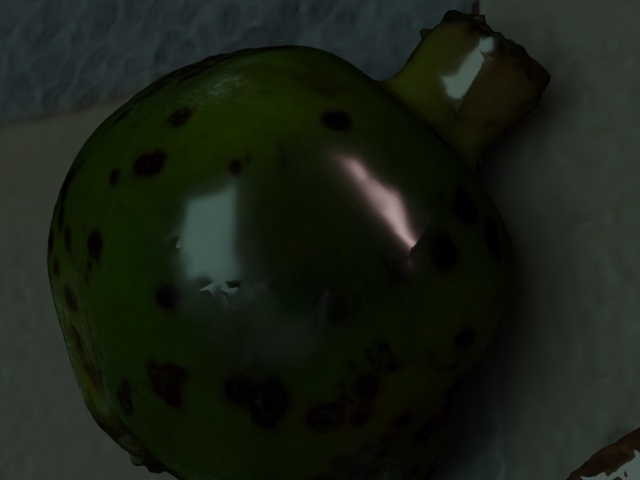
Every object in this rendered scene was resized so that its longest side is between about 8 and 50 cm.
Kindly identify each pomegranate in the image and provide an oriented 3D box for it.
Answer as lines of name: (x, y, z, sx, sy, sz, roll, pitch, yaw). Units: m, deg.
pomegranate: (-0.010, -0.002, 0.566, 0.169, 0.122, 0.143, -56, 47, 11)

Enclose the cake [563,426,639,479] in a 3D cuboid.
cake: (0.116, 0.094, 0.482, 0.295, 0.113, 0.116, -38, 74, 21)
